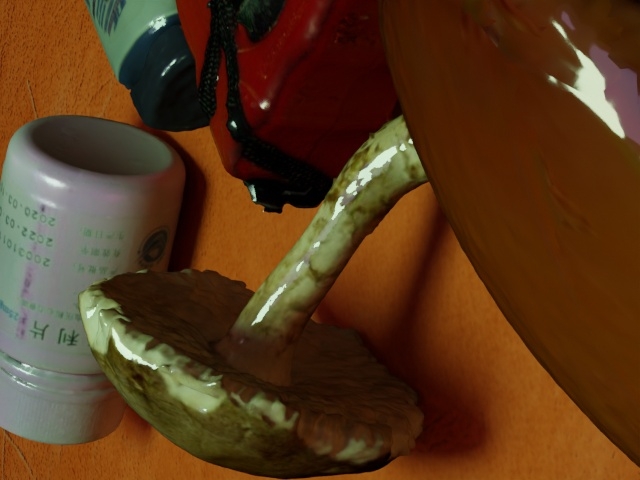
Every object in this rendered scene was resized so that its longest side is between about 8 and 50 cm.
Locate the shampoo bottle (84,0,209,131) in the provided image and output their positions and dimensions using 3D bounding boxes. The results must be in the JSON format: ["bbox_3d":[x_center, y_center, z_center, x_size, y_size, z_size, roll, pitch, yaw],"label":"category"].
[{"bbox_3d":[-0.167,-0.238,1.324,0.359,0.078,0.134,64,144,31],"label":"shampoo bottle"}]

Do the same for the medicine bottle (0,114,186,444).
[{"bbox_3d":[-0.207,0.034,1.332,0.152,0.152,0.254,42,126,48],"label":"medicine bottle"}]

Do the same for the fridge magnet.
[{"bbox_3d":[0.152,-0.003,0.673,0.363,0.155,0.363,52,175,6],"label":"fridge magnet"}]

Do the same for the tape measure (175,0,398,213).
[{"bbox_3d":[-0.012,-0.190,1.053,0.253,0.114,0.260,-53,49,44],"label":"tape measure"}]

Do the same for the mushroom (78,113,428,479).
[{"bbox_3d":[0.007,0.025,1.020,0.233,0.302,0.208,43,170,43],"label":"mushroom"}]
